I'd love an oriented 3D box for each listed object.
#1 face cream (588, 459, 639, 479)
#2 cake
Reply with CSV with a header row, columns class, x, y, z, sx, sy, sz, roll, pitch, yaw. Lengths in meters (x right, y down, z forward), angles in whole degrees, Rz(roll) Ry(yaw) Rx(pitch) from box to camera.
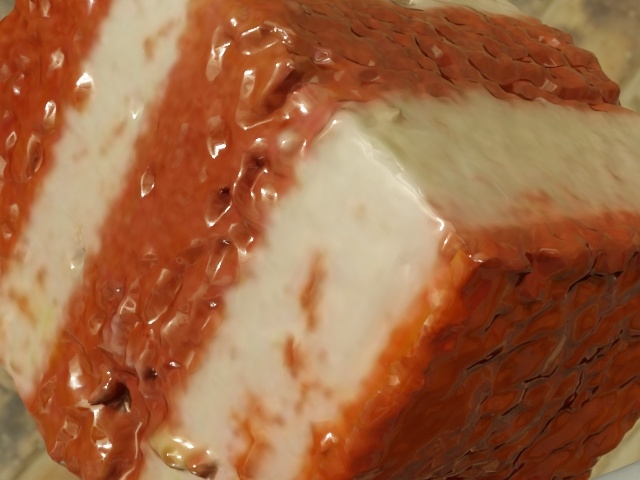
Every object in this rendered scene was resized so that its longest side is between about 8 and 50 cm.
class,x,y,z,sx,sy,sz,roll,pitch,yaw
face cream,0.135,0.105,0.568,0.250,0.077,0.077,-24,-20,11
cake,0.000,0.000,0.854,0.269,0.319,0.270,-2,-52,-47
